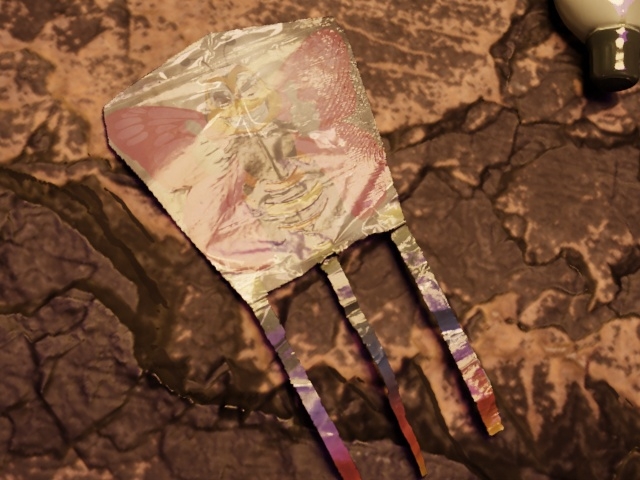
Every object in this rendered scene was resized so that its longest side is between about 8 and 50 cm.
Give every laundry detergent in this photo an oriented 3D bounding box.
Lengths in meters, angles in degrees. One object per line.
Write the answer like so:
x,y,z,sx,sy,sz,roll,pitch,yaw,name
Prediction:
0.236,-0.227,0.769,0.099,0.070,0.225,8,72,-14,laundry detergent

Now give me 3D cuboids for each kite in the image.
0.001,-0.001,0.683,0.204,0.022,0.360,-27,81,-17,kite
